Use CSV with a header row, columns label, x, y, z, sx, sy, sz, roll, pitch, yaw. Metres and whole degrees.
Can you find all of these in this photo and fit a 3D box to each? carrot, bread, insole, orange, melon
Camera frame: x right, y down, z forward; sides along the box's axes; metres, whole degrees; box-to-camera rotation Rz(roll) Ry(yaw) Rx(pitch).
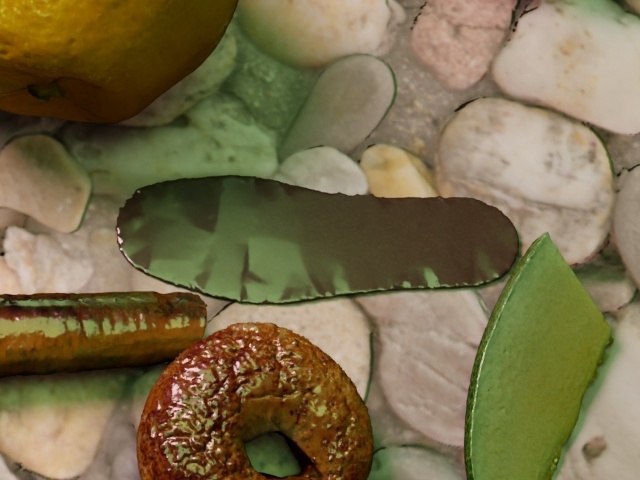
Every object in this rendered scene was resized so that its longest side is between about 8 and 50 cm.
label,x,y,z,sx,sy,sz,roll,pitch,yaw
carrot,-0.215,0.069,1.466,0.260,0.070,0.070,-2,66,-13
bread,-0.048,0.154,1.444,0.193,0.064,0.193,4,76,-14
insole,0.000,0.000,1.566,0.327,0.007,0.111,1,67,-9
orange,-0.195,-0.212,1.484,0.279,0.279,0.235,19,78,-1
melon,0.162,0.129,1.525,0.114,0.053,0.262,25,66,-18
